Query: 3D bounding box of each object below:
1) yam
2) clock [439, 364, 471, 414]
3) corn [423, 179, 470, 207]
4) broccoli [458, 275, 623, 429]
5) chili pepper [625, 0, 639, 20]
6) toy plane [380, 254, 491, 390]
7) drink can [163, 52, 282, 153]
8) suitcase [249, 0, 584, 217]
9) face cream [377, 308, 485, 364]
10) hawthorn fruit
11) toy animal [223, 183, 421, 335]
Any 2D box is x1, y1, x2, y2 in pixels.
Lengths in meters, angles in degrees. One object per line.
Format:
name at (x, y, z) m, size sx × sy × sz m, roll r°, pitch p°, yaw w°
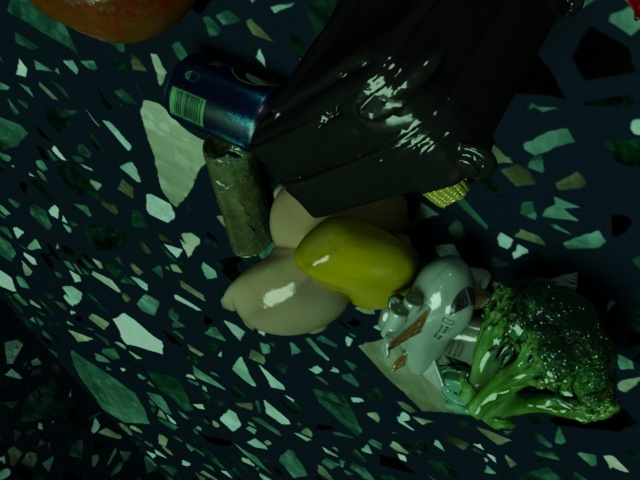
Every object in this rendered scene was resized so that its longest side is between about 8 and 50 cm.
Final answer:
yam at (-0.144, -0.089, 1.813) m, size 0.093 × 0.093 × 0.259 m, roll 18°, pitch 143°, yaw 26°
clock at (0.266, 0.276, 1.942) m, size 0.101 × 0.041 × 0.135 m, roll 3°, pitch 135°, yaw 41°
corn at (0.154, -0.120, 1.525) m, size 0.085 × 0.063 × 0.165 m, roll -33°, pitch 111°, yaw 31°
broccoli at (0.334, 0.189, 1.576) m, size 0.265 × 0.245 × 0.294 m, roll 52°, pitch -171°, yaw 9°
chili pepper at (0.431, -0.293, 1.010) m, size 0.252 × 0.136 × 0.144 m, roll -40°, pitch 75°, yaw 49°
toy plane at (0.188, 0.129, 1.646) m, size 0.117 × 0.244 × 0.245 m, roll 46°, pitch 156°, yaw 32°
drink can at (-0.141, -0.214, 1.627) m, size 0.204 × 0.118 × 0.118 m, roll 25°, pitch 146°, yaw 17°
suitcase at (0.097, -0.202, 1.210) m, size 0.188 × 0.345 × 0.339 m, roll 44°, pitch 147°, yaw -21°
face cream at (0.257, 0.167, 1.790) m, size 0.314 × 0.089 × 0.143 m, roll 19°, pitch 144°, yaw 6°
hawthorn fruit at (-0.277, -0.392, 1.410) m, size 0.277 × 0.277 × 0.298 m, roll 26°, pitch 169°, yaw 16°
toy animal at (0.015, 0.004, 1.692) m, size 0.277 × 0.247 × 0.345 m, roll 6°, pitch 149°, yaw -37°
